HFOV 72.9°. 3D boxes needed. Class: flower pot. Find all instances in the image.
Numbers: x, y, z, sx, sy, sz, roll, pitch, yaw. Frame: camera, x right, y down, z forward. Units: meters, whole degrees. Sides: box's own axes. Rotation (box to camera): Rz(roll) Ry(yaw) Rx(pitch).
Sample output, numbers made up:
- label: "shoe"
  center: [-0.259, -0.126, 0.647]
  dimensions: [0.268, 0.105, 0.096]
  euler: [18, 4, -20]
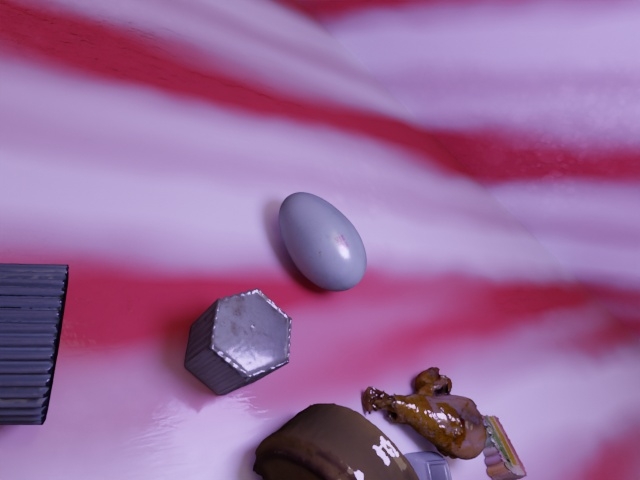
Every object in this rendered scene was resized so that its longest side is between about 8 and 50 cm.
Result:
- label: "flower pot"
  center: [-0.207, 0.259, 1.101]
  dimensions: [0.239, 0.189, 0.209]
  euler: [-10, 69, -41]

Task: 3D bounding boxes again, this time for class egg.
- label: "egg"
  center: [0.000, 0.000, 1.413]
  dimensions: [0.230, 0.230, 0.371]
  euler: [-26, 74, -45]

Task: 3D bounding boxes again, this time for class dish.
- label: "dish"
  center: [0.338, 0.737, 1.279]
  dimensions: [0.151, 0.077, 0.212]
  euler: [15, 53, -31]

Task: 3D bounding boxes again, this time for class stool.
- label: "stool"
  center: [-0.647, 0.172, 0.757]
  dimensions: [0.330, 0.297, 0.297]
  euler: [9, 56, -28]

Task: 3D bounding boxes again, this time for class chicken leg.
- label: "chicken leg"
  center: [0.326, 0.522, 1.389]
  dimensions: [0.409, 0.182, 0.295]
  euler: [17, 41, -8]

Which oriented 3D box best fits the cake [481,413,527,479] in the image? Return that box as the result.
- label: "cake"
  center: [0.618, 0.732, 1.530]
  dimensions: [0.109, 0.090, 0.225]
  euler: [20, 32, -24]

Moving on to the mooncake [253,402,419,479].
- label: "mooncake"
  center: [0.035, 0.600, 1.033]
  dimensions: [0.394, 0.393, 0.246]
  euler: [22, 32, 32]
